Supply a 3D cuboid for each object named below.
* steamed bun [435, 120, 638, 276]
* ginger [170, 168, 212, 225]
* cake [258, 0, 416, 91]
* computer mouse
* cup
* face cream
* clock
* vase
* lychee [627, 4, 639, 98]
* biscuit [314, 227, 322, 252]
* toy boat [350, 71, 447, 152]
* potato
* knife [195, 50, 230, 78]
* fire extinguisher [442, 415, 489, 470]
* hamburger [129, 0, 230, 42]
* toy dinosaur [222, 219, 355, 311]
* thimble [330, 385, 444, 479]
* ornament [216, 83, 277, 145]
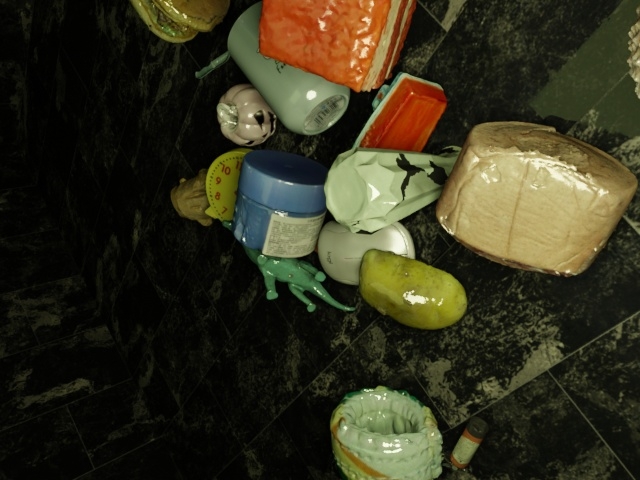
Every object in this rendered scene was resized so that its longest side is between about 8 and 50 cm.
[{"bbox_3d":[0.388,-0.091,1.015,0.301,0.199,0.252,23,134,16],"label":"steamed bun"},{"bbox_3d":[-0.392,-0.161,1.861,0.354,0.126,0.190,-32,83,46],"label":"ginger"},{"bbox_3d":[0.039,-0.478,1.120,0.269,0.319,0.270,22,121,10],"label":"cake"},{"bbox_3d":[0.098,0.029,1.412,0.296,0.121,0.185,9,107,46],"label":"computer mouse"},{"bbox_3d":[-0.071,-0.429,1.388,0.312,0.205,0.205,54,134,18],"label":"cup"},{"bbox_3d":[-0.107,-0.098,1.482,0.249,0.248,0.225,33,119,36],"label":"face cream"},{"bbox_3d":[-0.230,-0.133,1.669,0.276,0.071,0.294,25,122,12],"label":"clock"},{"bbox_3d":[0.172,-0.116,1.109,0.165,0.360,0.165,15,112,43],"label":"vase"},{"bbox_3d":[0.567,-0.261,0.713,0.299,0.299,0.300,16,113,43],"label":"lychee"},{"bbox_3d":[0.000,0.000,1.580,0.091,0.015,0.078,37,125,33],"label":"biscuit"},{"bbox_3d":[0.147,-0.235,1.272,0.332,0.145,0.133,-59,37,36],"label":"toy boat"},{"bbox_3d":[0.199,0.135,1.280,0.271,0.111,0.160,20,125,14],"label":"potato"},{"bbox_3d":[-0.347,-0.564,1.774,0.210,0.015,0.028,-10,89,47],"label":"knife"},{"bbox_3d":[0.350,0.503,1.339,0.062,0.050,0.177,27,122,17],"label":"fire extinguisher"},{"bbox_3d":[-0.400,-0.718,1.569,0.195,0.318,0.277,1,109,37],"label":"hamburger"},{"bbox_3d":[-0.102,0.065,1.617,0.130,0.383,0.331,-59,23,12],"label":"toy dinosaur"},{"bbox_3d":[0.166,0.499,1.385,0.287,0.254,0.168,8,111,32],"label":"thimble"},{"bbox_3d":[-0.217,-0.362,1.591,0.177,0.177,0.178,16,113,43],"label":"ornament"}]
